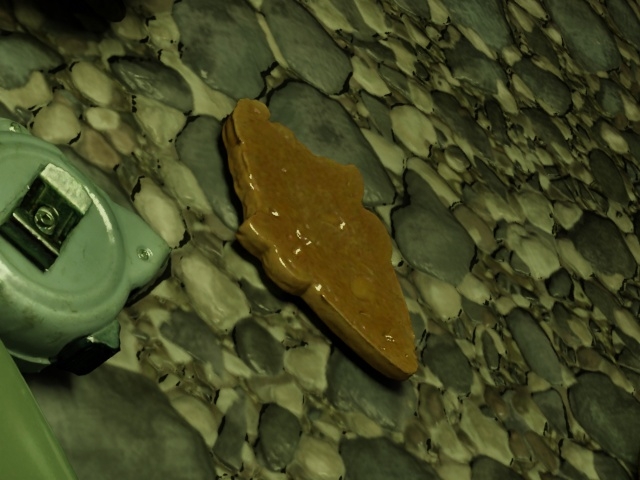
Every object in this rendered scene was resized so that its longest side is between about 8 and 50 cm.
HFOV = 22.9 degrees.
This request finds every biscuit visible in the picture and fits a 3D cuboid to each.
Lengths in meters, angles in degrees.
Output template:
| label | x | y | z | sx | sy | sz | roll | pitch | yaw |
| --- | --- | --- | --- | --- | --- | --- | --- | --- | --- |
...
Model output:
| label | x | y | z | sx | sy | sz | roll | pitch | yaw |
| --- | --- | --- | --- | --- | --- | --- | --- | --- | --- |
| biscuit | 0.000 | 0.000 | 1.205 | 0.162 | 0.035 | 0.250 | -18 | 71 | -48 |

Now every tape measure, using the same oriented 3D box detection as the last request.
| label | x | y | z | sx | sy | sz | roll | pitch | yaw |
| --- | --- | --- | --- | --- | --- | --- | --- | --- | --- |
| tape measure | -0.239 | -0.052 | 0.939 | 0.330 | 0.084 | 0.164 | 41 | 31 | -17 |

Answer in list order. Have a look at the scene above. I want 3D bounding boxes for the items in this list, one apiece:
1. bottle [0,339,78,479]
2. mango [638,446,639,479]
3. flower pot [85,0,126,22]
| label | x | y | z | sx | sy | sz | roll | pitch | yaw |
| --- | --- | --- | --- | --- | --- | --- | --- | --- | --- |
| bottle | -0.200 | 0.118 | 0.753 | 0.347 | 0.168 | 0.168 | 54 | 34 | 0 |
| mango | 0.358 | 0.210 | 1.352 | 0.251 | 0.114 | 0.156 | 25 | 30 | -51 |
| flower pot | -0.147 | -0.321 | 1.135 | 0.213 | 0.302 | 0.302 | 30 | 36 | -3 |
